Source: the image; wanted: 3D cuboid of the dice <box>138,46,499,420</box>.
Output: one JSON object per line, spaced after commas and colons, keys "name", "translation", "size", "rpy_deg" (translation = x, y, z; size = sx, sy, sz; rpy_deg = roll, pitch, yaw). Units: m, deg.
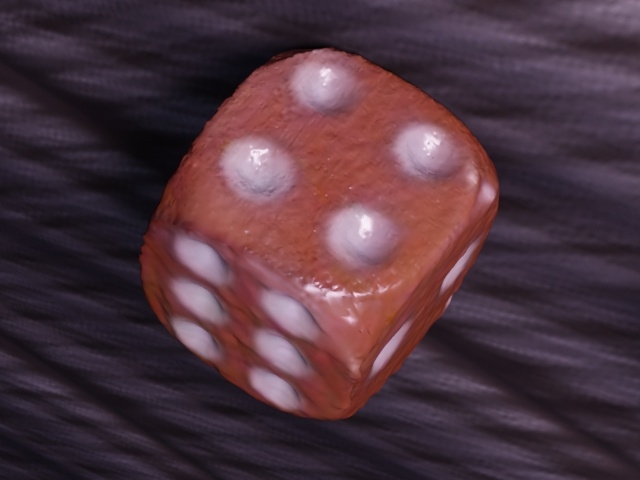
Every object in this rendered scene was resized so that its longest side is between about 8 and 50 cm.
{"name": "dice", "translation": [0.000, 0.000, 1.085], "size": [0.174, 0.179, 0.175], "rpy_deg": [32, 146, 9]}
